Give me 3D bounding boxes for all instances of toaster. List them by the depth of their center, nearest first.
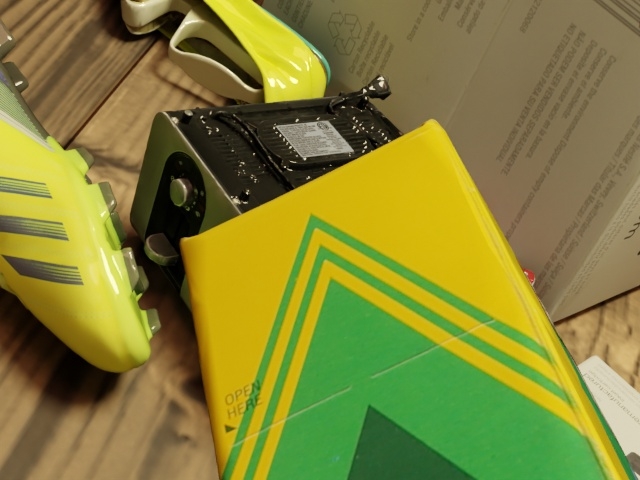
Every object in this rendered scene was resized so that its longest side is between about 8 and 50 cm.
[{"bbox_3d":[0.000,0.000,0.766,0.186,0.110,0.168,-11,51,-39],"label":"toaster"}]

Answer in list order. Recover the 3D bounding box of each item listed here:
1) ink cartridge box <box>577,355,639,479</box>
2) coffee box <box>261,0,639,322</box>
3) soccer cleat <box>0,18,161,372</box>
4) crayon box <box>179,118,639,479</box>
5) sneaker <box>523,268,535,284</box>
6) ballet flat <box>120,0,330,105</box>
[{"bbox_3d":[0.140,0.142,0.721,0.109,0.063,0.150,44,39,21],"label":"ink cartridge box"},{"bbox_3d":[0.220,-0.203,0.957,0.334,0.337,0.338,-15,53,-44],"label":"coffee box"},{"bbox_3d":[-0.190,-0.028,0.726,0.121,0.093,0.289,-30,65,-15],"label":"soccer cleat"},{"bbox_3d":[0.100,0.190,0.411,0.363,0.106,0.313,57,9,-38],"label":"crayon box"},{"bbox_3d":[0.102,0.013,0.871,0.067,0.042,0.118,8,48,-18],"label":"sneaker"},{"bbox_3d":[-0.095,-0.163,0.942,0.231,0.077,0.077,41,55,15],"label":"ballet flat"}]
